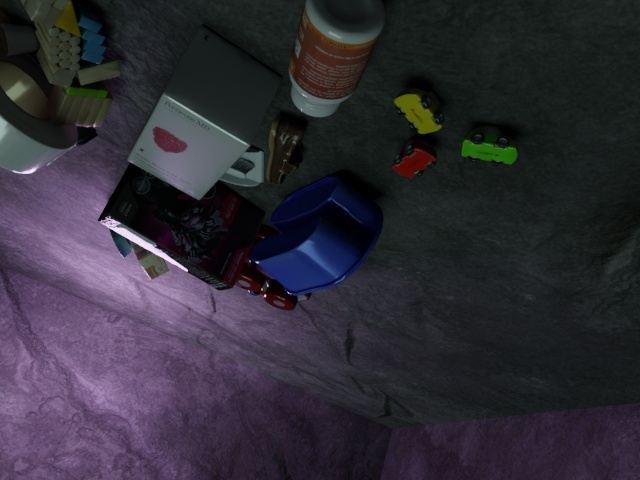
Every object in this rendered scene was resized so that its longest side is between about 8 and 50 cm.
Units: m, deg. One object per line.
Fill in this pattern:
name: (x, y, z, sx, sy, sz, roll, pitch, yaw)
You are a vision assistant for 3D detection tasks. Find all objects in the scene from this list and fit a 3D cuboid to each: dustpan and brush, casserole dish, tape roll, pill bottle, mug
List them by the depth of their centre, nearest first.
pill bottle: (0.016, -0.295, 0.937, 0.121, 0.121, 0.216, 21, 153, -4)
mug: (-0.612, -0.413, 1.203, 0.078, 0.064, 0.062, 48, 139, 32)
tape roll: (-0.645, -0.282, 1.223, 0.100, 0.286, 0.286, -32, 134, 12)
dustpan and brush: (-0.243, -0.181, 1.396, 0.211, 0.060, 0.147, 18, 154, 3)
casserole dish: (-0.636, -0.031, 1.865, 0.036, 0.188, 0.114, -23, 140, -11)

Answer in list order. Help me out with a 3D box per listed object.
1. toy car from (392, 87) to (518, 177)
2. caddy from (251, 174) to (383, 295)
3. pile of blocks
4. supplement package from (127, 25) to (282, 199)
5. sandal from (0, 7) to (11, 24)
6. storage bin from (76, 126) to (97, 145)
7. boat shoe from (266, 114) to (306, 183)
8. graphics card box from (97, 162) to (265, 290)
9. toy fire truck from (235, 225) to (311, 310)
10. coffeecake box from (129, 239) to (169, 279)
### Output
toy car: (0.244, -0.186, 1.071, 0.224, 0.053, 0.239, 12, 153, 13)
caddy: (0.000, 0.000, 1.384, 0.179, 0.241, 0.341, 40, 148, -23)
pile of blocks: (-0.489, -0.382, 1.161, 0.113, 0.148, 0.362, 57, 152, 22)
supplement package: (-0.235, -0.235, 1.159, 0.177, 0.175, 0.293, 30, 152, -18)
sandal: (-0.755, -0.461, 1.185, 0.239, 0.079, 0.088, 20, 154, -1)
storage bin: (-0.610, -0.293, 1.412, 0.135, 0.098, 0.091, 13, 125, 14)
boat shoe: (-0.073, -0.181, 1.268, 0.073, 0.073, 0.207, 20, 154, 3)
graphics card box: (-0.339, -0.058, 1.502, 0.370, 0.233, 0.094, 35, 154, -27)
toy fire truck: (-0.183, 0.095, 1.765, 0.302, 0.170, 0.253, 35, 151, -28)
coffeecake box: (-0.549, 0.007, 1.834, 0.186, 0.068, 0.142, 57, 166, 24)
